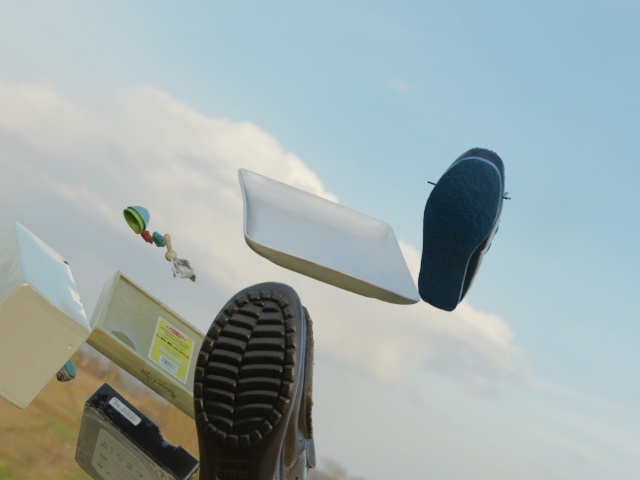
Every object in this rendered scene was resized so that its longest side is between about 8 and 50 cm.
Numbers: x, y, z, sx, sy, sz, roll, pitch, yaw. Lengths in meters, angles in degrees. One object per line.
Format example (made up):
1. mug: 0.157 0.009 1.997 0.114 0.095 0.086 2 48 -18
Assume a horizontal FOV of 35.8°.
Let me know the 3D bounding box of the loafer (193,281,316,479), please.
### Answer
1. loafer: -0.072 0.231 1.182 0.134 0.366 0.130 6 -3 25

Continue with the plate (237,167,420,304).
1. plate: 0.000 0.000 1.504 0.277 0.045 0.278 21 20 -16

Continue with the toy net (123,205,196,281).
1. toy net: -0.382 0.018 2.325 0.232 0.045 0.122 52 -32 -1

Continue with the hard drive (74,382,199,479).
1. hard drive: -0.362 0.427 1.908 0.237 0.064 0.339 39 -33 7

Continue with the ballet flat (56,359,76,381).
1. ballet flat: -0.448 0.189 1.686 0.041 0.041 0.114 56 12 -66

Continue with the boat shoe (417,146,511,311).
1. boat shoe: 0.177 -0.025 1.272 0.109 0.089 0.258 30 -43 12

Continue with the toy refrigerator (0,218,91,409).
1. toy refrigerator: -0.318 0.071 1.049 0.094 0.102 0.269 42 -3 -24

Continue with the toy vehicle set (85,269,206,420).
1. toy vehicle set: -0.244 0.177 1.577 0.267 0.035 0.166 40 23 -18
